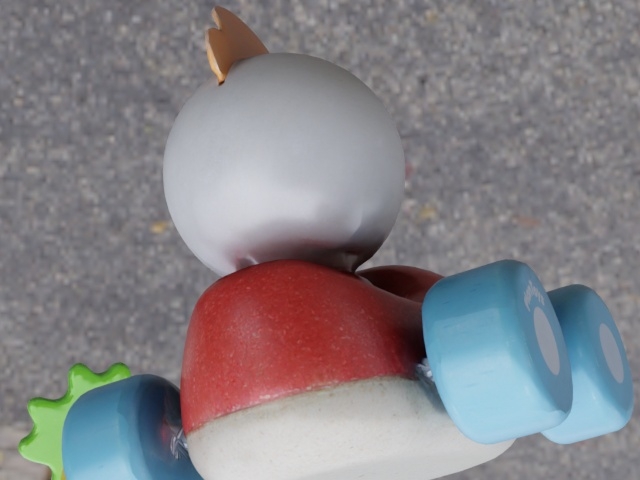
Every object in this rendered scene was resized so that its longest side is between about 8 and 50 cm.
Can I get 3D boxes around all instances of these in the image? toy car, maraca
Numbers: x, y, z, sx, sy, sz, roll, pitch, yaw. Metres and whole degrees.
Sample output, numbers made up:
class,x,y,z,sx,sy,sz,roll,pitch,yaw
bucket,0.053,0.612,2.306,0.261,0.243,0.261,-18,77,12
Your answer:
class,x,y,z,sx,sy,sz,roll,pitch,yaw
toy car,0.000,0.000,0.728,0.219,0.238,0.210,-18,166,22
maraca,-0.160,0.180,1.228,0.127,0.099,0.185,-41,115,-14
